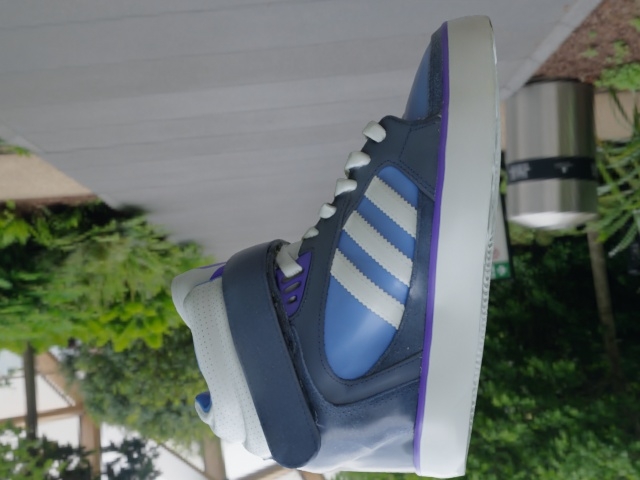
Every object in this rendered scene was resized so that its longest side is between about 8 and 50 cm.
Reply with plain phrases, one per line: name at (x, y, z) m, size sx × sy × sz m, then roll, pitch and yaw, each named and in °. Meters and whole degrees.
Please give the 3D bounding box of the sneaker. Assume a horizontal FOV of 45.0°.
sneaker at (0.000, 0.000, 0.548) m, size 0.236 × 0.323 × 0.130 m, roll 5°, pitch 180°, yaw 15°
